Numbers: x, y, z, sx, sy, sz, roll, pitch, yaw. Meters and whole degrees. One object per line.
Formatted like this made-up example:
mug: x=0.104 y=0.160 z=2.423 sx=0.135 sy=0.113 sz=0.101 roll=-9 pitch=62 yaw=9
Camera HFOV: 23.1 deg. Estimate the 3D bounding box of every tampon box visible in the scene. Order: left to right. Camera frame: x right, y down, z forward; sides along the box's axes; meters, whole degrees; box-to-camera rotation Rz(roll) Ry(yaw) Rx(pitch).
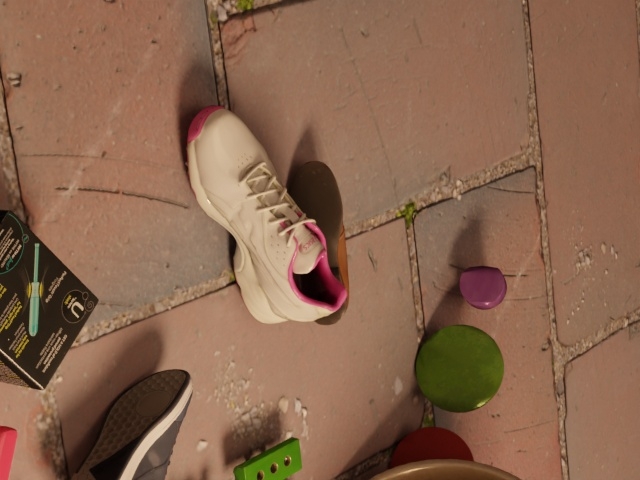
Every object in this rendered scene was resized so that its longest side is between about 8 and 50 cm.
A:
tampon box: x=-0.336 y=0.059 z=1.630 sx=0.161 sy=0.101 sz=0.120 roll=52 pitch=58 yaw=-39

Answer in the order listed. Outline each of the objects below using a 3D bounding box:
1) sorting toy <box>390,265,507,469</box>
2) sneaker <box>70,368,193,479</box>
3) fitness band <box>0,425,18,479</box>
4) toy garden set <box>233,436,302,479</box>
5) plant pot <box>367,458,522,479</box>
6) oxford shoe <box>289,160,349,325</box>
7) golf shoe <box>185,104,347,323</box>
sorting toy: x=0.205 y=0.219 z=2.282 sx=0.126 sy=0.127 sz=0.366 roll=46 pitch=59 yaw=-70
sneaker: x=-0.198 y=0.274 z=1.826 sx=0.226 sy=0.086 sz=0.163 roll=-56 pitch=137 yaw=-35
fitness band: x=-0.419 y=0.250 z=1.598 sx=0.209 sy=0.054 sz=0.291 roll=20 pitch=78 yaw=-45
toy garden set: x=-0.096 y=0.394 z=1.982 sx=0.204 sy=0.049 sz=0.244 roll=-22 pitch=111 yaw=-47
plant pot: x=0.172 y=0.520 z=2.113 sx=0.334 sy=0.334 sz=0.305 roll=-47 pitch=143 yaw=-35
oxford shoe: x=0.000 y=0.000 z=2.047 sx=0.076 sy=0.076 sz=0.212 roll=-36 pitch=122 yaw=-76
golf shoe: x=-0.059 y=-0.031 z=1.909 sx=0.115 sy=0.140 sz=0.306 roll=-45 pitch=124 yaw=-34
